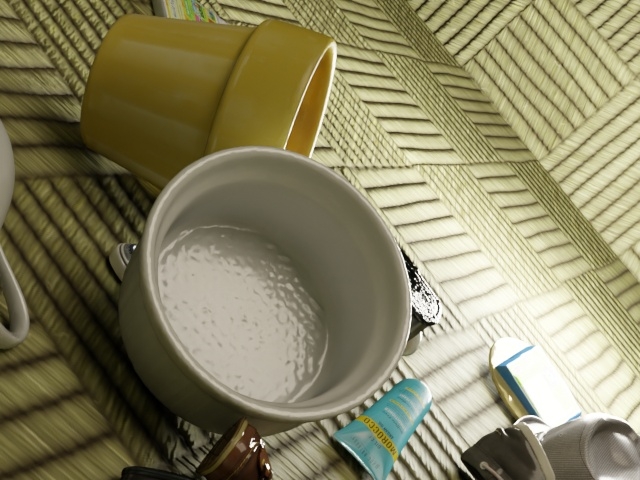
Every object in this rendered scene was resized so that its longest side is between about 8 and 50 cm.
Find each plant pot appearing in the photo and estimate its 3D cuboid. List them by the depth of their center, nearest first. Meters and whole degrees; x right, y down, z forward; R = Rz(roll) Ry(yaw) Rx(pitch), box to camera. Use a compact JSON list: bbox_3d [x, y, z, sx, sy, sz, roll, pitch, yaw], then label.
[{"bbox_3d":[-0.132,-0.145,1.408,0.239,0.254,0.254,18,21,5],"label":"plant pot"}]

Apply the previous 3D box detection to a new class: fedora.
[{"bbox_3d":[0.388,0.325,1.738,0.243,0.124,0.275,52,29,13],"label":"fedora"}]

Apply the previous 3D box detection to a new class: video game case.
[{"bbox_3d":[-0.174,-0.301,1.924,0.206,0.026,0.227,32,27,-36],"label":"video game case"}]

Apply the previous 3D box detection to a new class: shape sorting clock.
[{"bbox_3d":[0.338,0.243,1.945,0.206,0.040,0.206,34,36,-29],"label":"shape sorting clock"}]

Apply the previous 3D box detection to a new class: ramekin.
[{"bbox_3d":[-0.062,0.059,1.206,0.277,0.135,0.277,12,63,-23],"label":"ramekin"}]

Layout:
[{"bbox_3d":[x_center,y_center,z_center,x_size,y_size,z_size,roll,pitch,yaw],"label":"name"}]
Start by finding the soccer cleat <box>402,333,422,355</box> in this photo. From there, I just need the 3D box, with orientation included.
[{"bbox_3d":[0.107,0.090,1.732,0.076,0.068,0.196,34,22,-40],"label":"soccer cleat"}]

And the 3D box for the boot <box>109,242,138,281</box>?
[{"bbox_3d":[-0.127,0.048,1.310,0.190,0.086,0.069,40,22,-21],"label":"boot"}]

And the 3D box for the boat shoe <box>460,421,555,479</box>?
[{"bbox_3d":[0.285,0.390,1.543,0.112,0.095,0.335,86,-19,-61],"label":"boat shoe"}]

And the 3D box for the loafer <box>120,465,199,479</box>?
[{"bbox_3d":[-0.100,0.246,1.055,0.170,0.062,0.061,28,67,-11],"label":"loafer"}]

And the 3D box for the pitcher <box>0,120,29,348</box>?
[{"bbox_3d":[-0.310,-0.019,1.053,0.178,0.125,0.207,55,18,-54],"label":"pitcher"}]

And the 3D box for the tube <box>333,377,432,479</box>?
[{"bbox_3d":[0.078,0.223,1.470,0.080,0.052,0.207,43,26,6],"label":"tube"}]

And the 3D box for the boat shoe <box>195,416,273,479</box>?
[{"bbox_3d":[-0.068,0.200,1.091,0.060,0.064,0.178,40,-13,6],"label":"boat shoe"}]

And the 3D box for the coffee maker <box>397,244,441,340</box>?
[{"bbox_3d":[0.024,0.076,1.428,0.120,0.178,0.171,18,38,-56],"label":"coffee maker"}]
